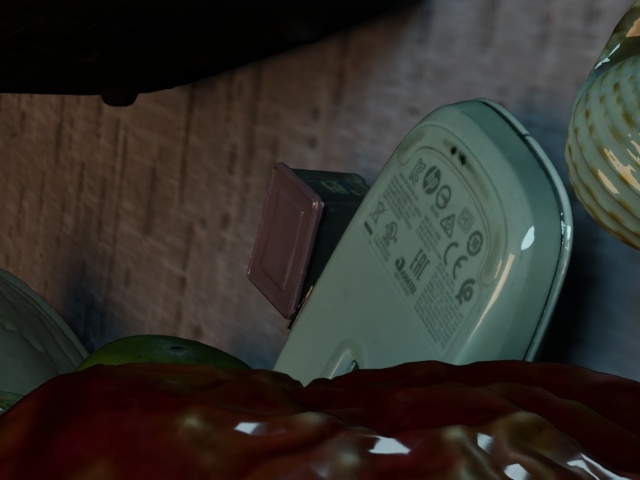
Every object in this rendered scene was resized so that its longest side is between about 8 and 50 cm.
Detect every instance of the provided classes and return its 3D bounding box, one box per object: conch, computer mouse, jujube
[{"bbox_3d":[0.171,-0.060,0.602,0.153,0.102,0.135,-28,48,32],"label":"conch"},{"bbox_3d":[0.058,0.068,0.796,0.288,0.097,0.159,-60,32,23],"label":"computer mouse"},{"bbox_3d":[0.007,0.178,0.631,0.377,0.276,0.276,2,94,17],"label":"jujube"}]

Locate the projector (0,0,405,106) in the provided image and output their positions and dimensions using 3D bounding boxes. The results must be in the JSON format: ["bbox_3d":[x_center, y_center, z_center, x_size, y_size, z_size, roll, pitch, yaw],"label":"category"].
[{"bbox_3d":[-0.198,-0.224,0.909,0.395,0.405,0.242,-4,87,59],"label":"projector"}]

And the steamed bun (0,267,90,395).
[{"bbox_3d":[-0.280,0.192,1.236,0.247,0.236,0.383,-55,52,32],"label":"steamed bun"}]

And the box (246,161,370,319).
[{"bbox_3d":[0.000,0.000,0.920,0.060,0.063,0.084,42,125,48],"label":"box"}]

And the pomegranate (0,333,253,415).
[{"bbox_3d":[-0.133,0.147,0.990,0.187,0.225,0.187,-28,54,48],"label":"pomegranate"}]
